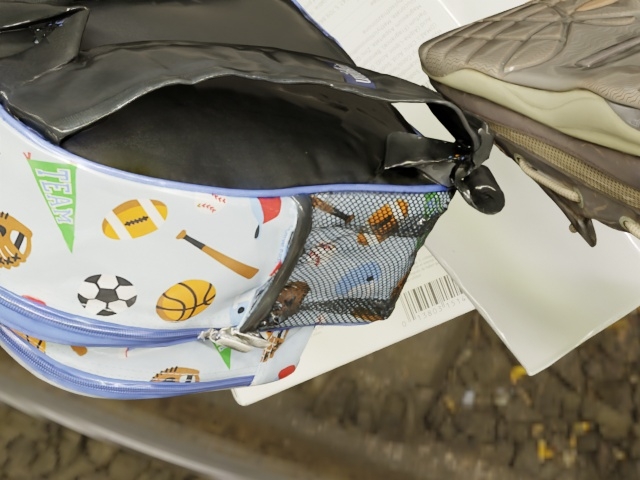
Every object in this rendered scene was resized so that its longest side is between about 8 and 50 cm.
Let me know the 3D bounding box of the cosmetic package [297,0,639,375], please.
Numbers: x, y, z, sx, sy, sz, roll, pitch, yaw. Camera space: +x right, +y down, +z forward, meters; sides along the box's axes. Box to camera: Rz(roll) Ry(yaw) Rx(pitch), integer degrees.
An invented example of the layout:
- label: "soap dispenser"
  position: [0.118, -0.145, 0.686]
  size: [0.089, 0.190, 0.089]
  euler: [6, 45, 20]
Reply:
- label: "cosmetic package"
  position: [0.133, -0.113, 1.340]
  size: [0.156, 0.217, 0.385]
  euler: [-37, 90, 34]

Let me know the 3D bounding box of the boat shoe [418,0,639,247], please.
- label: "boat shoe"
  position: [0.159, -0.059, 0.964]
  size: [0.132, 0.355, 0.130]
  euler: [-20, 110, -12]

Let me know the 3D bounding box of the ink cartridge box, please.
- label: "ink cartridge box"
  position: [0.000, 0.000, 1.794]
  size: [0.296, 0.066, 0.261]
  euler: [-22, 100, -8]

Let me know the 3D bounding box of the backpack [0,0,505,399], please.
- label: "backpack"
  position: [-0.096, -0.046, 0.878]
  size: [0.263, 0.276, 0.213]
  euler: [4, 120, -46]
